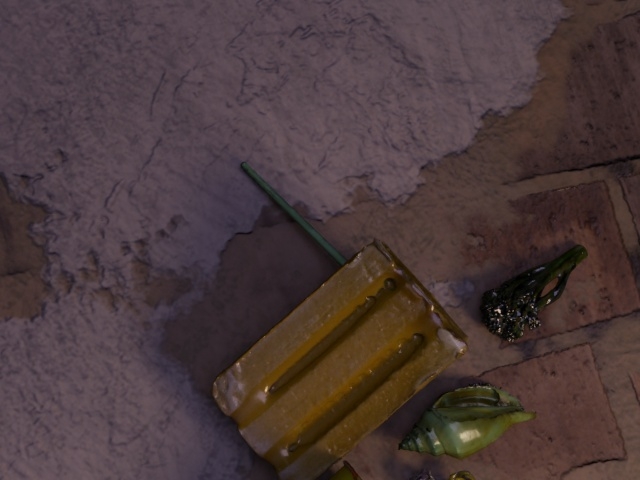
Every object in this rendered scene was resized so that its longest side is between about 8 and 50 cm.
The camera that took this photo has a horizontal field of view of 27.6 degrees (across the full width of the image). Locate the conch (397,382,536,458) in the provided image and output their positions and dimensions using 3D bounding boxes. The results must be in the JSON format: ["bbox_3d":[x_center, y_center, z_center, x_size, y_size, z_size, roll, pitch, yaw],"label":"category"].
[{"bbox_3d":[0.199,0.252,1.823,0.201,0.079,0.095,-23,65,-30],"label":"conch"}]

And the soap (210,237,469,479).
[{"bbox_3d":[0.026,0.169,1.756,0.315,0.091,0.199,-43,82,8],"label":"soap"}]

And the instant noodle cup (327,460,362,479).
[{"bbox_3d":[0.029,0.408,1.703,0.153,0.205,0.205,-33,81,-5],"label":"instant noodle cup"}]

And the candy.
[{"bbox_3d":[0.000,0.000,1.871,0.335,0.092,0.093,46,47,15],"label":"candy"}]

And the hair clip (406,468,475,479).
[{"bbox_3d":[0.188,0.388,1.802,0.116,0.049,0.172,-41,91,-3],"label":"hair clip"}]

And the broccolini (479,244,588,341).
[{"bbox_3d":[0.314,0.062,1.896,0.091,0.068,0.202,38,71,24],"label":"broccolini"}]
